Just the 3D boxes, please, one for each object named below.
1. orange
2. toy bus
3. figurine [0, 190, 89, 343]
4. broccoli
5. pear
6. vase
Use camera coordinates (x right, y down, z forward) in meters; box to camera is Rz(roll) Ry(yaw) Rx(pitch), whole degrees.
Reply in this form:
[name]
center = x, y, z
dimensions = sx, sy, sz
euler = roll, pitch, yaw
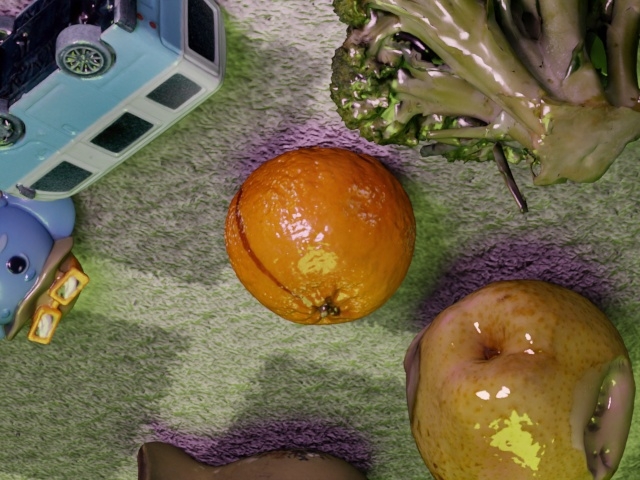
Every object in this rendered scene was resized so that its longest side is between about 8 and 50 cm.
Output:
[orange]
center = 0.000, 0.000, 1.683
dimensions = 0.193, 0.161, 0.193
euler = 0, 137, 0
[toy bus]
center = -0.219, -0.144, 1.534
dimensions = 0.271, 0.133, 0.165
euler = -32, 135, 33
[figurine]
center = -0.370, 0.018, 1.723
dimensions = 0.262, 0.180, 0.154
euler = 13, 170, -21
[broccoli]
center = 0.155, -0.158, 1.385
dimensions = 0.321, 0.283, 0.303
euler = -7, 134, -18
[pear]
center = 0.218, 0.169, 1.813
dimensions = 0.271, 0.271, 0.271
euler = 1, 142, 1
[vase]
center = -0.082, 0.380, 2.150
dimensions = 0.302, 0.240, 0.329
euler = 10, 169, 9
